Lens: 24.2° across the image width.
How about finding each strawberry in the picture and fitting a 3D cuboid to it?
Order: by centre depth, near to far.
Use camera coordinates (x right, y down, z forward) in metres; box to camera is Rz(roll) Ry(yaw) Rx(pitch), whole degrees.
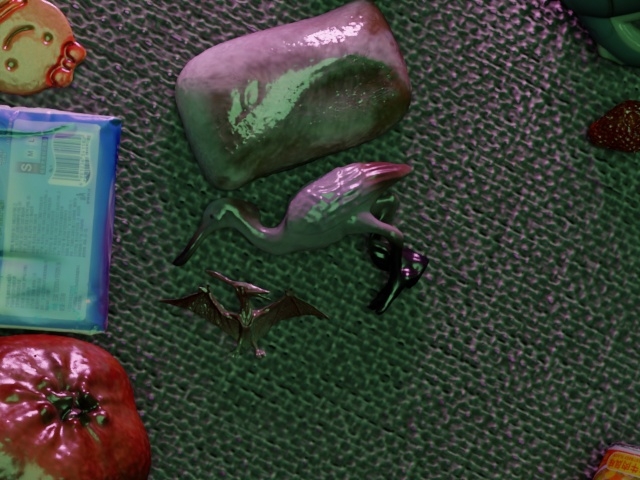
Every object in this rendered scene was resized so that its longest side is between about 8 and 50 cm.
[{"bbox_3d":[0.400,-0.146,1.992,0.083,0.073,0.073,-22,93,2],"label":"strawberry"}]

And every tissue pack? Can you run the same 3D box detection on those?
[{"bbox_3d":[-0.348,-0.025,1.806,0.198,0.146,0.264,4,89,-9],"label":"tissue pack"}]

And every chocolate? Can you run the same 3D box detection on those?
[{"bbox_3d":[-0.029,-0.189,1.899,0.303,0.100,0.185,-21,96,-7],"label":"chocolate"}]

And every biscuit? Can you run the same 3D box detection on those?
[{"bbox_3d":[-0.396,-0.275,1.860,0.166,0.036,0.225,-35,95,-11],"label":"biscuit"}]

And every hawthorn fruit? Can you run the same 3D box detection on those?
[{"bbox_3d":[-0.361,0.268,1.749,0.287,0.330,0.287,25,41,-24],"label":"hawthorn fruit"}]

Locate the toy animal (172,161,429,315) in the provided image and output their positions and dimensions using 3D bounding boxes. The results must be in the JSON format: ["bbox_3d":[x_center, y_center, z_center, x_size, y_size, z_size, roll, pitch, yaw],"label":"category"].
[{"bbox_3d":[-0.008,-0.024,1.899,0.324,0.090,0.195,13,96,-8],"label":"toy animal"}]

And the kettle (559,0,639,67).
[{"bbox_3d":[0.458,-0.388,1.939,0.342,0.247,0.319,-35,121,-2],"label":"kettle"}]

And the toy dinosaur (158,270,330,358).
[{"bbox_3d":[-0.097,0.095,1.897,0.220,0.032,0.108,3,107,0],"label":"toy dinosaur"}]

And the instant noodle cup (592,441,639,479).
[{"bbox_3d":[0.398,0.381,1.933,0.193,0.193,0.212,24,77,-9],"label":"instant noodle cup"}]
